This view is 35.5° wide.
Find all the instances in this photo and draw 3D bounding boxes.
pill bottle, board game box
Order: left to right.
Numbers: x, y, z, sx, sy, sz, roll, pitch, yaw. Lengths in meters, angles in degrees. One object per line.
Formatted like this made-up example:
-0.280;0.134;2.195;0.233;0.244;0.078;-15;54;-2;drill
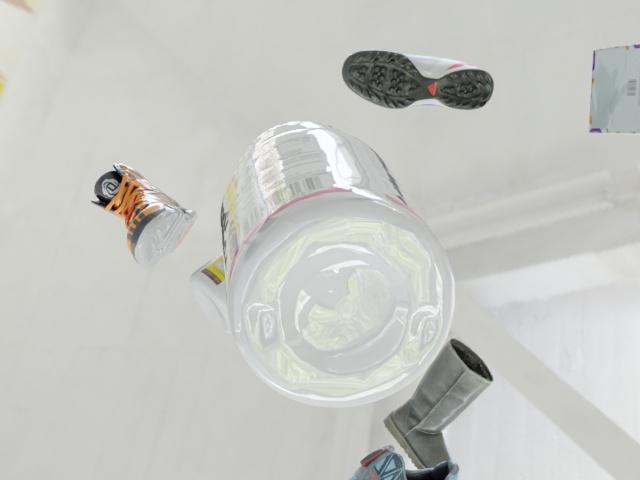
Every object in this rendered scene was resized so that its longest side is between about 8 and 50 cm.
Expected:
-0.095;0.044;1.591;0.215;0.117;0.117;-37;-146;-22;pill bottle
0.000;0.000;0.808;0.160;0.160;0.283;-43;-161;9;pill bottle
0.604;-0.243;1.659;0.142;0.275;0.144;-164;-105;-68;board game box

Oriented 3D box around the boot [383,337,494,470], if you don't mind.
0.224;0.297;1.692;0.189;0.076;0.208;47;-68;12;boot

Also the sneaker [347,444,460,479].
0.153;0.340;1.232;0.125;0.262;0.104;-58;-158;0;sneaker

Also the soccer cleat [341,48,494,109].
0.178;-0.315;1.945;0.116;0.318;0.108;-134;-130;-61;soccer cleat

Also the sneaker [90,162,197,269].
-0.337;-0.050;1.782;0.124;0.180;0.321;-56;-179;1;sneaker
